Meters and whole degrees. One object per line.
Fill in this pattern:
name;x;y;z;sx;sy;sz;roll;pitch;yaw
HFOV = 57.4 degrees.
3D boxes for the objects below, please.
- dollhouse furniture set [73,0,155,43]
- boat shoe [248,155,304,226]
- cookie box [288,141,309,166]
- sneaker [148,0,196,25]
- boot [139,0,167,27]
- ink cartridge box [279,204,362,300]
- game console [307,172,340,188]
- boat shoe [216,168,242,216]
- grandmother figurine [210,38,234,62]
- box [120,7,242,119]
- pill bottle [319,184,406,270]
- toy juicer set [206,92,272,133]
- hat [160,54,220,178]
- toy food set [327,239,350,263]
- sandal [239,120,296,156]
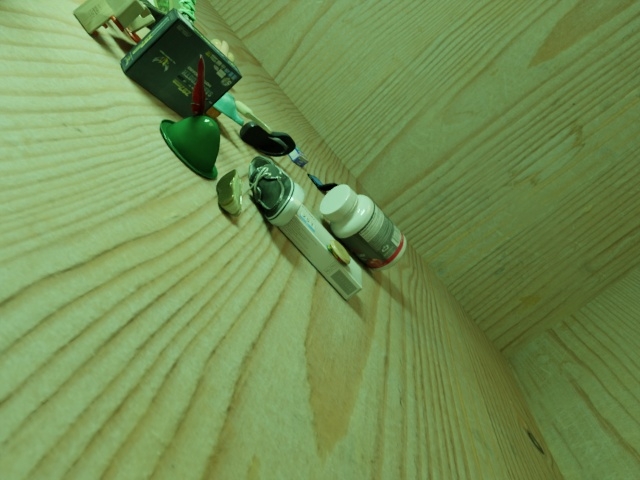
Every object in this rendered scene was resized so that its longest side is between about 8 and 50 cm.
dollhouse furniture set;-0.476;-0.523;1.443;0.262;0.135;0.259;53;2;9
boat shoe;-0.135;-0.134;1.516;0.119;0.121;0.335;36;7;-24
cookie box;-0.104;-0.355;2.345;0.107;0.040;0.092;56;13;20
sneaker;-0.489;-0.820;2.004;0.410;0.182;0.158;55;13;15
boot;-0.534;-0.725;1.847;0.137;0.077;0.198;51;11;23
ink cartridge box;0.000;0.000;1.665;0.296;0.066;0.261;48;14;-14
game console;0.017;-0.244;2.394;0.122;0.107;0.071;4;76;-72
boat shoe;-0.199;-0.109;1.320;0.048;0.056;0.153;54;11;-32
grandmother figurine;-0.377;-0.673;2.178;0.208;0.104;0.342;34;16;-26
box;-0.332;-0.415;1.417;0.232;0.183;0.059;37;20;-50
pill bottle;0.146;-0.047;2.040;0.318;0.176;0.176;43;15;-31
toy juicer set;-0.312;-0.410;1.717;0.329;0.089;0.209;32;8;-33
hat;-0.238;-0.262;1.309;0.173;0.183;0.208;53;13;8
toy food set;0.050;0.031;1.566;0.082;0.020;0.083;52;16;5
sandal;-0.170;-0.319;1.926;0.254;0.097;0.054;9;42;-56
